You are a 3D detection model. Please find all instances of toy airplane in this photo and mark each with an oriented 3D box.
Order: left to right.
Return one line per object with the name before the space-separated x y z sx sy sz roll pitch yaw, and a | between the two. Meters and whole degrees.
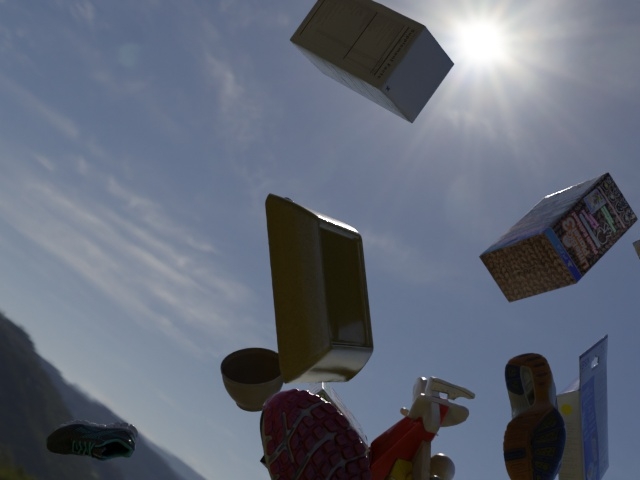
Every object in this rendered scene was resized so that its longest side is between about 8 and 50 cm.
toy airplane | 0.275 0.564 2.551 0.272 0.386 0.384 36 -15 -17

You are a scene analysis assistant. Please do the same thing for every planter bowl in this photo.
planter bowl | -0.164 0.354 2.306 0.162 0.162 0.109 22 -56 38

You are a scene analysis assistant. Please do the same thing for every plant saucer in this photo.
plant saucer | 0.014 0.093 1.724 0.081 0.333 0.332 -9 -11 20

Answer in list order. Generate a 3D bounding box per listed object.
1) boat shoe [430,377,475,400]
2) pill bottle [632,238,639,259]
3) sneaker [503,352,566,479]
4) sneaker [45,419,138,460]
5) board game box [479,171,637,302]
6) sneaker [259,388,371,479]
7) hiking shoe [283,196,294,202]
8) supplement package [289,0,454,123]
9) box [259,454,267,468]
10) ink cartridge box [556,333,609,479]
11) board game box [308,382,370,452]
boat shoe | 0.290 0.336 2.056 0.100 0.035 0.035 20 -18 11
pill bottle | 0.778 0.006 2.017 0.180 0.108 0.108 -26 -53 19
sneaker | 0.399 0.349 1.699 0.111 0.296 0.131 -8 -50 20
sneaker | -0.413 0.368 1.694 0.076 0.166 0.065 -131 -138 -66
board game box | 0.570 -0.006 2.233 0.141 0.291 0.232 56 -32 -5
sneaker | 0.004 0.313 1.121 0.112 0.121 0.299 0 -60 59
hiking shoe | 0.000 0.000 2.003 0.304 0.113 0.132 37 33 -56
supplement package | 0.091 -0.336 1.663 0.244 0.139 0.134 37 2 37
box | -0.093 0.542 2.263 0.083 0.052 0.062 10 -34 44
ink cartridge box | 0.565 0.374 2.003 0.072 0.307 0.303 -3 1 27
board game box | 0.043 0.454 2.423 0.193 0.053 0.305 53 -1 0
